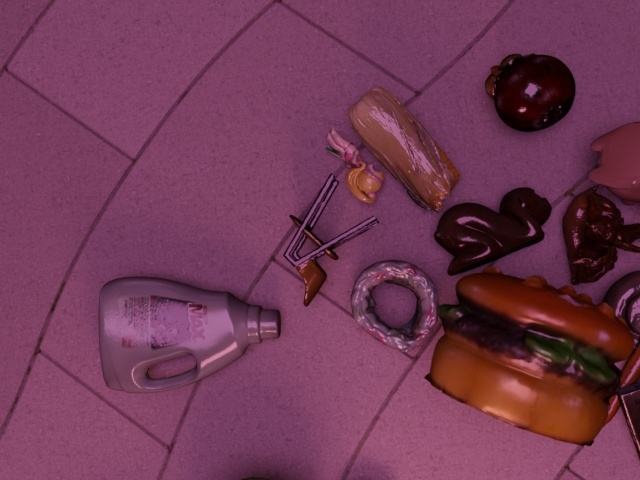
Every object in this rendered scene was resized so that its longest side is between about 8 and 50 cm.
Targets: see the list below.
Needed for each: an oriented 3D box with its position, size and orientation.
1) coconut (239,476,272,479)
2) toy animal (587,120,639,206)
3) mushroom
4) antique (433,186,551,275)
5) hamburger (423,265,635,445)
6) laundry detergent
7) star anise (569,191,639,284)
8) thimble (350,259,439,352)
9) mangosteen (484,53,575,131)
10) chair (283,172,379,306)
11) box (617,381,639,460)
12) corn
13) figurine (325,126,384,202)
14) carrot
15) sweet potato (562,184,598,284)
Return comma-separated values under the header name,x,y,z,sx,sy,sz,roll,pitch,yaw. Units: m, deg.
name,x,y,z,sx,sy,sz,roll,pitch,yaw
coconut,-0.138,0.659,1.763,0.329,0.328,0.281,-15,57,6
toy animal,0.715,-0.127,1.729,0.213,0.256,0.195,-19,53,43
mushroom,0.656,0.146,1.762,0.117,0.141,0.188,23,88,29
antique,0.377,-0.032,1.809,0.257,0.121,0.143,-21,77,12
hamburger,0.414,0.208,1.658,0.396,0.396,0.277,19,92,7
laundry detergent,-0.289,0.210,1.875,0.398,0.125,0.263,-1,87,4
star anise,0.599,0.000,1.748,0.212,0.111,0.196,-40,116,-12
thimble,0.164,0.145,1.810,0.186,0.149,0.210,-19,87,3
mangosteen,0.445,-0.328,1.791,0.200,0.200,0.199,0,88,7
chair,0.000,0.000,1.827,0.247,0.159,0.172,-43,86,2
box,0.812,0.347,1.760,0.325,0.047,0.180,-21,95,4
corn,0.186,-0.200,1.829,0.123,0.122,0.305,-42,86,5
figurine,0.072,-0.168,1.861,0.083,0.083,0.187,-38,93,4
carrot,0.665,0.299,1.801,0.043,0.043,0.247,29,94,7
sweet potato,0.555,-0.016,1.814,0.068,0.068,0.226,10,99,7
